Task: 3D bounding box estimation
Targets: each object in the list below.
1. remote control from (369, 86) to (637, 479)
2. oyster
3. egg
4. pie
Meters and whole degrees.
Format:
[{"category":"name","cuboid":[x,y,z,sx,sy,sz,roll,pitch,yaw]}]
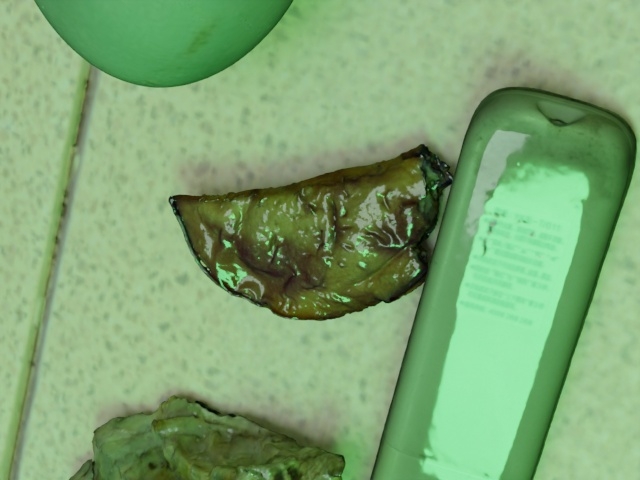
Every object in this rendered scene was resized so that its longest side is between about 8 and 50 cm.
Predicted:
[{"category":"remote control","cuboid":[0.085,0.073,0.691,0.090,0.038,0.309,15,109,7]},{"category":"oyster","cuboid":[-0.079,0.167,0.784,0.209,0.072,0.132,10,103,27]},{"category":"egg","cuboid":[-0.075,-0.189,0.645,0.168,0.168,0.230,15,112,23]},{"category":"pie","cuboid":[0.000,0.000,0.725,0.170,0.034,0.092,-14,99,25]}]
